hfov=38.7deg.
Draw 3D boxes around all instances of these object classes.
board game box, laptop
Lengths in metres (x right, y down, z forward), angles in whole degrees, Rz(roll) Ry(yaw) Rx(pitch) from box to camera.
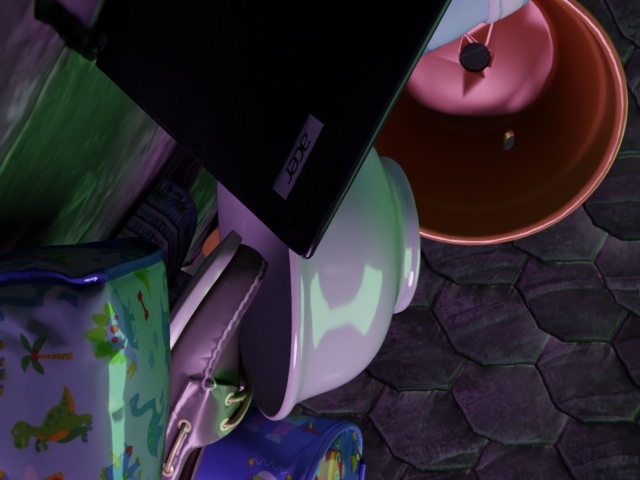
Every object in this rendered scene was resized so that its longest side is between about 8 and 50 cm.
[{"bbox_3d":[-0.167,0.080,0.728,0.194,0.060,0.194,-61,-179,45],"label":"board game box"},{"bbox_3d":[0.009,-0.158,0.409,0.234,0.137,0.264,-61,-179,19],"label":"laptop"}]

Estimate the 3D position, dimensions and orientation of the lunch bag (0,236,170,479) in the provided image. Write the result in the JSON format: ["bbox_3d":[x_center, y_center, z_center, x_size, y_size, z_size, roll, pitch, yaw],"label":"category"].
[{"bbox_3d":[-0.116,0.066,0.454,0.151,0.096,0.128,-32,123,-79],"label":"lunch bag"}]

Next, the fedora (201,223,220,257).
[{"bbox_3d":[-0.114,-0.005,1.282,0.194,0.079,0.194,-60,-173,12],"label":"fedora"}]

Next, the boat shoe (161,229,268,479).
[{"bbox_3d":[-0.107,0.131,0.748,0.305,0.091,0.109,-61,180,23],"label":"boat shoe"}]

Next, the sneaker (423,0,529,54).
[{"bbox_3d":[0.005,-0.202,0.722,0.208,0.127,0.319,-32,-156,-4],"label":"sneaker"}]

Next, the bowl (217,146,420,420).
[{"bbox_3d":[0.000,0.000,0.803,0.298,0.134,0.297,175,-90,-73],"label":"bowl"}]

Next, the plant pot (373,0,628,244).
[{"bbox_3d":[0.166,-0.169,0.978,0.291,0.291,0.203,-61,-175,31],"label":"plant pot"}]

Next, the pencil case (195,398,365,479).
[{"bbox_3d":[-0.098,0.192,0.888,0.133,0.306,0.119,-6,107,-56],"label":"pencil case"}]
